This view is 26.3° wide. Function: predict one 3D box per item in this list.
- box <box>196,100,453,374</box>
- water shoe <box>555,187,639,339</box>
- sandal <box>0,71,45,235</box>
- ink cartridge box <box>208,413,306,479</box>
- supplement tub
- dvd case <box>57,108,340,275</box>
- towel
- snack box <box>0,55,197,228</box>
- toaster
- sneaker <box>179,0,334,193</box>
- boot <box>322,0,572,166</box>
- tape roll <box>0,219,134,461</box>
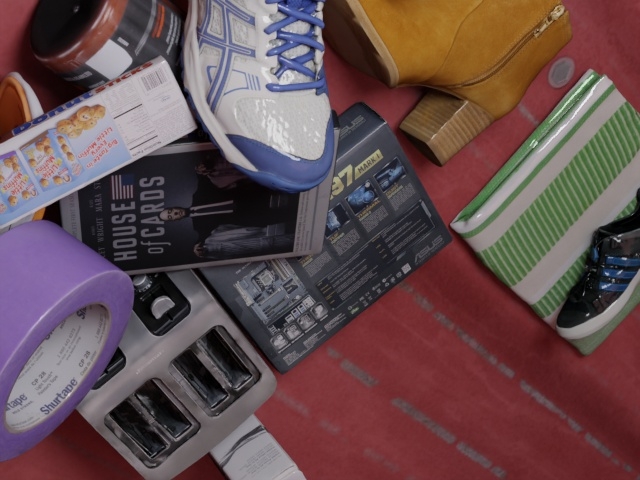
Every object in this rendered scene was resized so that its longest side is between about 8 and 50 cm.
[{"bbox_3d":[0.000,0.000,1.367,0.233,0.059,0.183,-39,132,-5],"label":"box"},{"bbox_3d":[0.327,0.021,1.555,0.203,0.073,0.080,-46,112,-3],"label":"water shoe"},{"bbox_3d":[-0.289,-0.011,1.144,0.076,0.102,0.265,-1,120,-36],"label":"sandal"},{"bbox_3d":[-0.065,0.237,1.410,0.063,0.150,0.109,-35,131,-10],"label":"ink cartridge box"},{"bbox_3d":[-0.140,-0.147,1.153,0.198,0.106,0.106,33,97,-41],"label":"supplement tub"},{"bbox_3d":[-0.108,-0.037,1.198,0.239,0.029,0.179,-7,144,-11],"label":"dvd case"},{"bbox_3d":[0.311,-0.025,1.572,0.248,0.038,0.325,-48,134,4],"label":"towel"},{"bbox_3d":[-0.190,-0.077,1.082,0.178,0.022,0.064,-28,118,-7],"label":"snack box"},{"bbox_3d":[-0.153,0.125,1.312,0.168,0.110,0.185,-38,132,-6],"label":"toaster"},{"bbox_3d":[-0.046,-0.186,1.075,0.112,0.131,0.296,-15,84,-36],"label":"sneaker"},{"bbox_3d":[0.122,-0.222,1.292,0.211,0.104,0.295,-48,137,-5],"label":"boot"},{"bbox_3d":[-0.243,0.083,1.119,0.189,0.080,0.189,-50,163,-22],"label":"tape roll"}]
